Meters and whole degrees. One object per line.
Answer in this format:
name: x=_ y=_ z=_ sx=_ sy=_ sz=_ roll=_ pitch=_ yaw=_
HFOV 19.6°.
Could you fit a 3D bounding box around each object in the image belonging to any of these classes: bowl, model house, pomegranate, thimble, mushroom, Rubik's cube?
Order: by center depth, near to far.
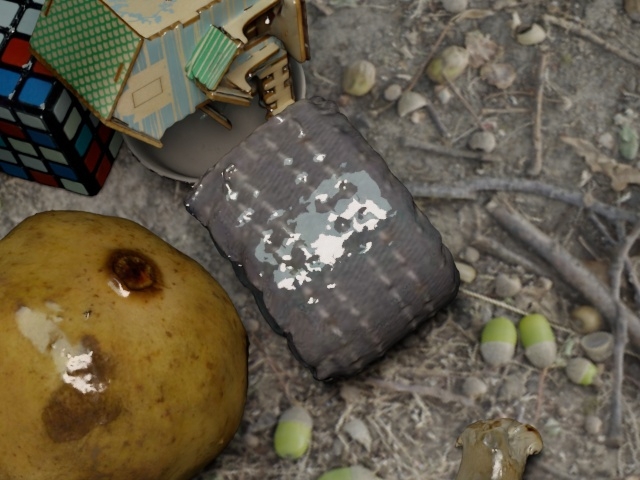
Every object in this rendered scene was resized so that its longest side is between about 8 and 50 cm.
mushroom: x=0.130 y=0.255 z=1.604 sx=0.116 sy=0.093 sz=0.225 roll=11 pitch=71 yaw=38
pomegranate: x=-0.202 y=0.113 z=1.624 sx=0.281 sy=0.281 sz=0.281 roll=-4 pitch=64 yaw=8
model house: x=-0.138 y=-0.182 z=1.655 sx=0.206 sy=0.271 sz=0.178 roll=-30 pitch=57 yaw=-21
thimble: x=0.000 y=0.000 z=1.679 sx=0.172 sy=0.205 sz=0.236 roll=-35 pitch=96 yaw=-8
bowl: x=-0.101 y=-0.120 z=1.825 sx=0.189 sy=0.086 sz=0.189 roll=-4 pitch=63 yaw=9
Rubik's cube: x=-0.286 y=-0.176 z=1.829 sx=0.184 sy=0.182 sz=0.187 roll=14 pitch=68 yaw=15
